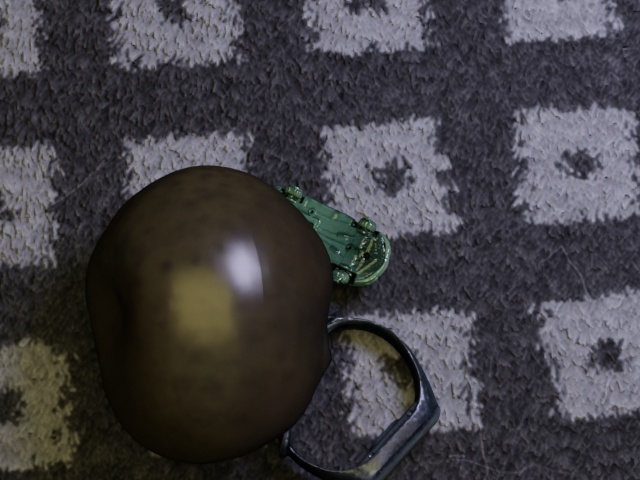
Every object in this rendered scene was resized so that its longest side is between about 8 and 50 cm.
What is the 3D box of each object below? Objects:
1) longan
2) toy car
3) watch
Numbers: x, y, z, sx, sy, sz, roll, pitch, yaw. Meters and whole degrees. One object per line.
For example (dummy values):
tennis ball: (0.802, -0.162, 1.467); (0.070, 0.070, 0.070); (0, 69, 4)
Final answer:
longan: (-0.129, 0.085, 1.733); (0.288, 0.288, 0.350); (-2, 73, -3)
toy car: (0.000, 0.000, 1.867); (0.186, 0.058, 0.093); (24, 77, 15)
watch: (0.032, 0.199, 1.820); (0.193, 0.068, 0.206); (42, 75, 10)
